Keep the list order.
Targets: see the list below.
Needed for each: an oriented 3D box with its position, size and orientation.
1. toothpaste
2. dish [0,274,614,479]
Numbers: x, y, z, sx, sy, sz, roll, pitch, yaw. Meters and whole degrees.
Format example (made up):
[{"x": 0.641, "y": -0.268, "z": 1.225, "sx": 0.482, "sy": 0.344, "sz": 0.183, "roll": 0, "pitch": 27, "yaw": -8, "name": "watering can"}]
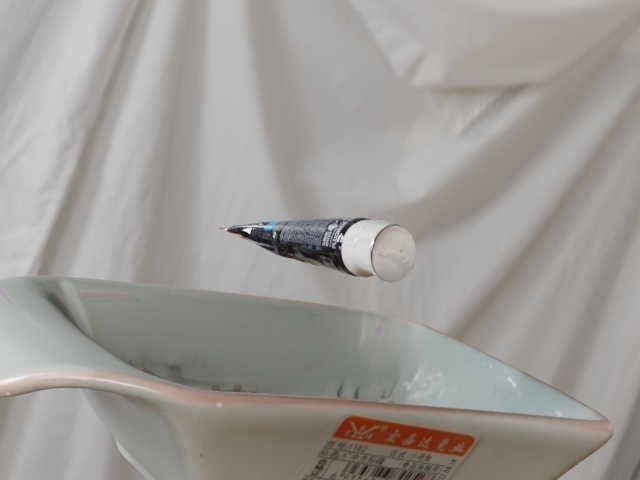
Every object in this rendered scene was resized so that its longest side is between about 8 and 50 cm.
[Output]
[{"x": 0.000, "y": 0.000, "z": 1.058, "sx": 0.071, "sy": 0.045, "sz": 0.193, "roll": 0, "pitch": 5, "yaw": -37, "name": "toothpaste"}, {"x": -0.024, "y": 0.066, "z": 0.500, "sx": 0.234, "sy": 0.064, "sz": 0.154, "roll": 10, "pitch": 8, "yaw": -32, "name": "dish"}]
